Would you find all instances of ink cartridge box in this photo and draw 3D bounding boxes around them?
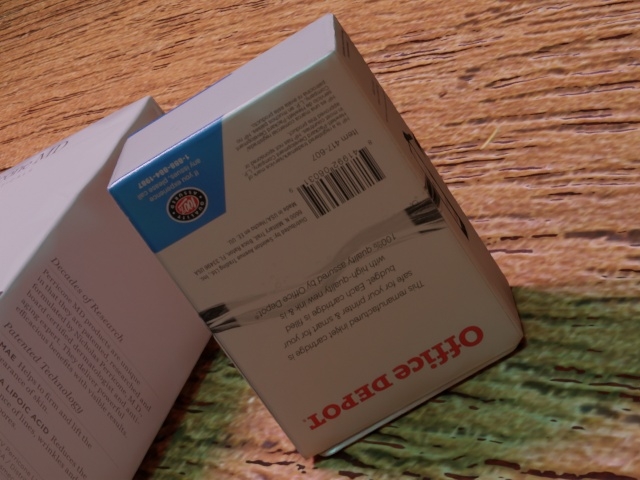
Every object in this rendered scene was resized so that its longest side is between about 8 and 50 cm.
[{"bbox_3d":[0.000,0.000,0.926,0.148,0.203,0.086,-30,20,11],"label":"ink cartridge box"}]

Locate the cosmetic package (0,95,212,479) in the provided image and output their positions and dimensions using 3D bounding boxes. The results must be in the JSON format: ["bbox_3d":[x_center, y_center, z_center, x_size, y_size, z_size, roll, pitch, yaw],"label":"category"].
[{"bbox_3d":[-0.214,0.087,1.116,0.217,0.156,0.385,-25,25,31],"label":"cosmetic package"}]
